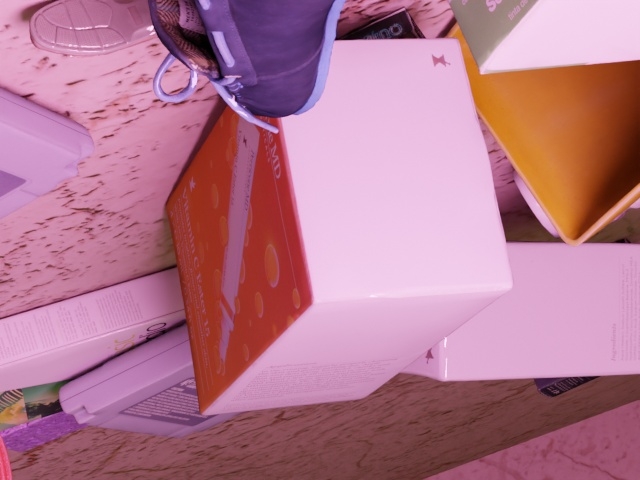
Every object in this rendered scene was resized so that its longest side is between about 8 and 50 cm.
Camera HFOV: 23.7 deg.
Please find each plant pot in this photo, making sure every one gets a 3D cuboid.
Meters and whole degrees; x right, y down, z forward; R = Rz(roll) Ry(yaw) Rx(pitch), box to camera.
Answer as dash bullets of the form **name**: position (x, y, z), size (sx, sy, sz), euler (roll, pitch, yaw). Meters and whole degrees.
- **plant pot**: position (0.263, -0.156, 1.260), size (0.187, 0.212, 0.212), euler (-24, 165, -31)

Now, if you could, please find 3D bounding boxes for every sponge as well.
- **sponge**: position (-0.304, 0.207, 1.903), size (0.210, 0.031, 0.117), euler (-23, 161, 5)

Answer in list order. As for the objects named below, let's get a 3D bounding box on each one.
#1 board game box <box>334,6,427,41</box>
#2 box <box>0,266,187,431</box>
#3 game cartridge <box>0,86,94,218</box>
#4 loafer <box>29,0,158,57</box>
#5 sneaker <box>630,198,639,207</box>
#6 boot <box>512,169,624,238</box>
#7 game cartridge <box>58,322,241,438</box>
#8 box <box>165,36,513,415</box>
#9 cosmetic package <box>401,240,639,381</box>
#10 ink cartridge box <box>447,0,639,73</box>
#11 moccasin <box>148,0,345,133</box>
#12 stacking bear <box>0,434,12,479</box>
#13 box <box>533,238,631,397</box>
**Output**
- **board game box**: position (0.046, -0.135, 1.335), size (0.126, 0.026, 0.186), euler (-25, 161, 12)
- **box**: position (-0.244, 0.119, 1.682), size (0.322, 0.058, 0.232), euler (-16, 161, -13)
- **game cartridge**: position (-0.342, -0.034, 1.162), size (0.294, 0.060, 0.196), euler (-27, 164, 16)
- **loafer**: position (-0.145, -0.149, 1.070), size (0.125, 0.045, 0.039), euler (-16, 167, -25)
- **sneaker**: position (0.339, -0.119, 1.556), size (0.152, 0.114, 0.305), euler (-26, 161, 16)
- **boot**: position (0.308, -0.067, 1.733), size (0.123, 0.095, 0.258), euler (-34, 167, 17)
- **game cartridge**: position (-0.143, 0.159, 1.739), size (0.198, 0.062, 0.297), euler (-30, 161, 12)
- **box**: position (0.000, 0.000, 1.295), size (0.168, 0.215, 0.345), euler (-4, 161, -21)
- **cosmetic package**: position (0.237, 0.075, 1.735), size (0.385, 0.156, 0.217), euler (2, 179, -31)
- **ink cartridge box**: position (0.135, -0.216, 0.918), size (0.154, 0.212, 0.093), euler (-9, 154, -31)
- **moccasin**: position (-0.055, -0.165, 0.963), size (0.117, 0.137, 0.342), euler (-8, 165, -7)
- **stacking bear**: position (-0.447, 0.230, 1.603), size (0.175, 0.164, 0.289), euler (-4, 171, -25)
- **box**: position (0.386, 0.114, 2.196), size (0.207, 0.153, 0.108), euler (-25, 161, 12)
